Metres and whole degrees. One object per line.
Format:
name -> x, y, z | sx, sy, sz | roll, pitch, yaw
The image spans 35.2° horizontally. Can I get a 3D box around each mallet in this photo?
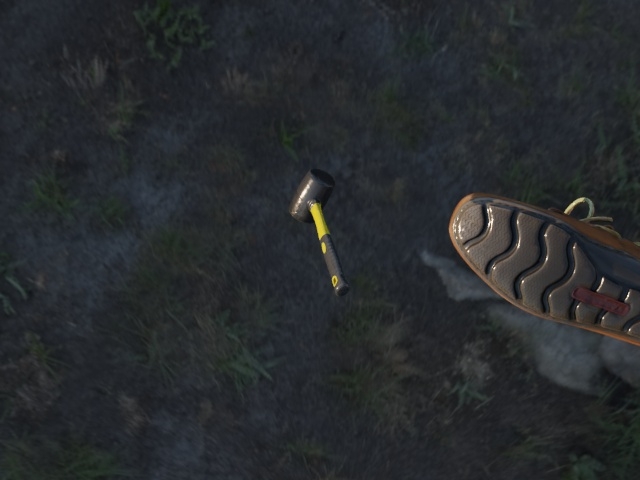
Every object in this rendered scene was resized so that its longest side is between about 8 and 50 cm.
mallet -> 0.000, 0.000, 1.140 | 0.039, 0.062, 0.190 | 15, 41, -25

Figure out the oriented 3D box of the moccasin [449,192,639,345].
moccasin -> 0.345, 0.031, 1.299 | 0.379, 0.147, 0.139 | 16, 111, -4
